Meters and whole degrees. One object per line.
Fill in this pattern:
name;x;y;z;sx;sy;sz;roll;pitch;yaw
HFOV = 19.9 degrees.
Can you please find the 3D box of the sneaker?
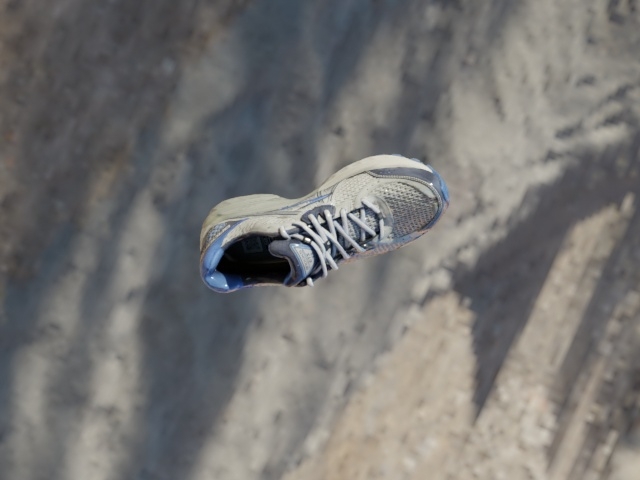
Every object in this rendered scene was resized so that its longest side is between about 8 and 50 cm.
sneaker;0.000;0.000;0.908;0.058;0.135;0.052;-68;137;-61
